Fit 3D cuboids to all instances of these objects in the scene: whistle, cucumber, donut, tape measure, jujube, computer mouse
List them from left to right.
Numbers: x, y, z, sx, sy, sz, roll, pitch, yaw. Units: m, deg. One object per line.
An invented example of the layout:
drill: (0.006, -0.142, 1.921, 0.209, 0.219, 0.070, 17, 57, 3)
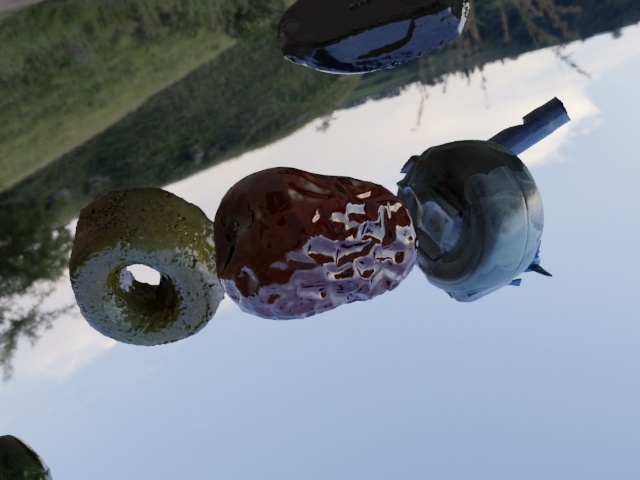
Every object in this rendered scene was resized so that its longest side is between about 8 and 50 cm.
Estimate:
cucumber: (-0.263, 0.276, 0.628, 0.069, 0.069, 0.227, -26, -126, -20)
donut: (-0.270, 0.059, 1.049, 0.271, 0.272, 0.107, -14, -146, 11)
jujube: (0.000, 0.000, 0.710, 0.230, 0.155, 0.155, -6, -168, -34)
computer mouse: (0.060, -0.244, 0.772, 0.217, 0.073, 0.122, -16, -124, 10)
tape measure: (0.238, -0.032, 1.148, 0.147, 0.275, 0.256, -14, -135, -32)
whistle: (0.330, -0.166, 1.302, 0.304, 0.062, 0.062, -33, -161, 12)

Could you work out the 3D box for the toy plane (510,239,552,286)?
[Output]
toy plane: (0.322, 0.031, 1.379, 0.271, 0.105, 0.254, 2, -157, 4)
